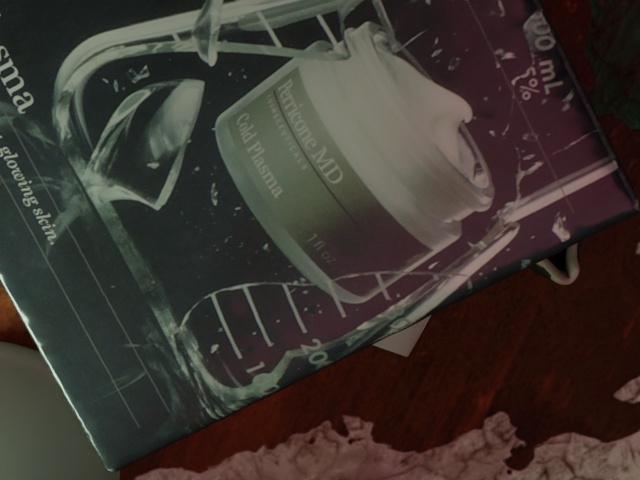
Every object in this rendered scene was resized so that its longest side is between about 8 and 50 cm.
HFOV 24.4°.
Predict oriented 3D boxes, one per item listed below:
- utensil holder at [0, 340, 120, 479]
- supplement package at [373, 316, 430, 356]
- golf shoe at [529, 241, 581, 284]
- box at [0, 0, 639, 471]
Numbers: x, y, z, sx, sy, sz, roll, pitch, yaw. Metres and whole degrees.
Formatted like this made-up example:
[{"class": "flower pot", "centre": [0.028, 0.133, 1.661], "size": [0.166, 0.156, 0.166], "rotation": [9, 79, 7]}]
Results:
[{"class": "utensil holder", "centre": [-0.343, 0.330, 1.457], "size": [0.328, 0.385, 0.327], "rotation": [-6, 117, -12]}, {"class": "supplement package", "centre": [0.000, 0.000, 1.522], "size": [0.244, 0.139, 0.133], "rotation": [20, 109, -22]}, {"class": "golf shoe", "centre": [0.225, -0.082, 1.552], "size": [0.105, 0.120, 0.272], "rotation": [-22, 117, -1]}, {"class": "box", "centre": [-0.062, -0.144, 1.241], "size": [0.472, 0.297, 0.479], "rotation": [-28, 97, 7]}]
